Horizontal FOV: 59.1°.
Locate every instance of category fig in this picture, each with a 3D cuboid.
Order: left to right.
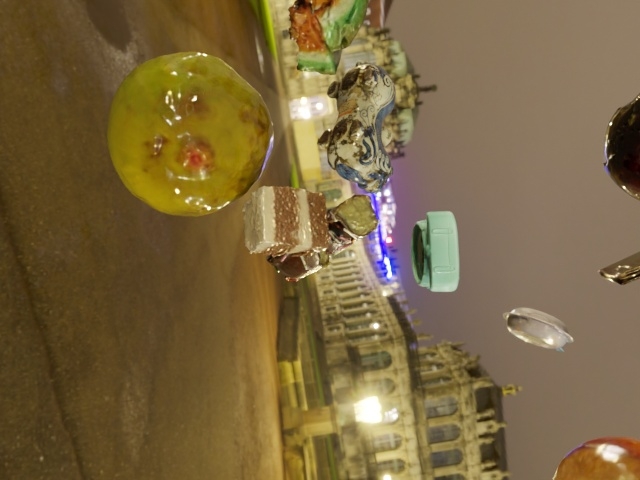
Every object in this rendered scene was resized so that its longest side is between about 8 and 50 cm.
[{"bbox_3d":[-0.272,-0.224,1.158,0.343,0.344,0.343,171,-90,-90],"label":"fig"}]

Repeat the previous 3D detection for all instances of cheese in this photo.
[{"bbox_3d":[0.433,0.183,1.131,0.052,0.135,0.244,-64,154,-10],"label":"cheese"}]

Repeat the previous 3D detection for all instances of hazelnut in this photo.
[{"bbox_3d":[0.375,0.330,0.676,0.182,0.182,0.182,171,-90,-90],"label":"hazelnut"}]

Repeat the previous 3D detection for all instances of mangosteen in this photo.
[{"bbox_3d":[0.930,-0.263,1.412,0.421,0.381,0.380,97,-14,-57],"label":"mangosteen"}]

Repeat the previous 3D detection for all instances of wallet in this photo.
[{"bbox_3d":[0.698,0.027,1.153,0.122,0.232,0.031,-47,112,-82],"label":"wallet"}]

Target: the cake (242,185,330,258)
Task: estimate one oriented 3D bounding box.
[{"bbox_3d":[-0.074,-0.033,1.147,0.135,0.147,0.134,-24,-109,62],"label":"cake"}]

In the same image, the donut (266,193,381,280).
[{"bbox_3d":[-0.010,0.006,1.609,0.259,0.345,0.136,-32,-90,48],"label":"donut"}]

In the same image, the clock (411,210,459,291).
[{"bbox_3d":[0.324,0.039,1.638,0.274,0.094,0.223,121,-33,-83],"label":"clock"}]

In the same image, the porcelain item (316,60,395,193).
[{"bbox_3d":[0.107,-0.257,1.278,0.186,0.138,0.287,32,58,-40],"label":"porcelain item"}]

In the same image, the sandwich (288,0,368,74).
[{"bbox_3d":[0.011,-0.488,1.035,0.301,0.162,0.250,67,26,-43],"label":"sandwich"}]
